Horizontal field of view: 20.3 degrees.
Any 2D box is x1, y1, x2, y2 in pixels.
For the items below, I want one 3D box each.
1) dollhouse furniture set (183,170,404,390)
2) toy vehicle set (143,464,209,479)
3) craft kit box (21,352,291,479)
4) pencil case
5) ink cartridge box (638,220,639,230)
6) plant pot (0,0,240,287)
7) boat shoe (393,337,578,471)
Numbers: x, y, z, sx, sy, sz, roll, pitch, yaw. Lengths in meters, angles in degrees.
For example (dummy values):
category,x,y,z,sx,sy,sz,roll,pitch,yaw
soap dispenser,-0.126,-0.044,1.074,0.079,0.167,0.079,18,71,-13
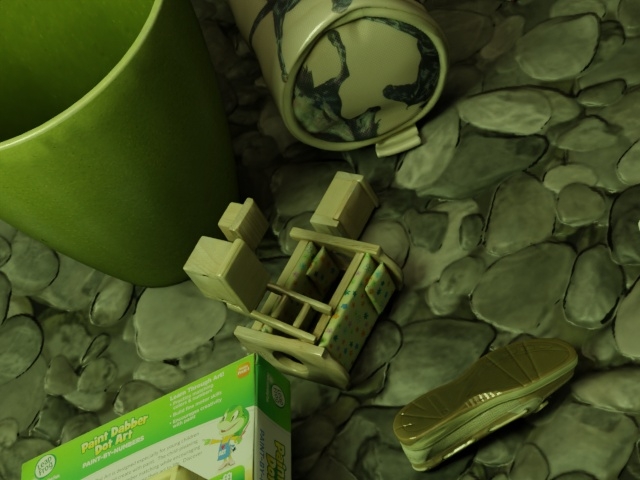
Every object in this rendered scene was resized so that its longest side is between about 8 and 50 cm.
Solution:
category,x,y,z,sx,sy,sz,roll,pitch,yaw
dollhouse furniture set,0.000,0.000,1.460,0.101,0.161,0.182,12,63,34
toy vehicle set,-0.161,0.300,1.243,0.166,0.035,0.267,-28,39,41
craft kit box,-0.135,0.238,1.374,0.250,0.061,0.247,-26,44,25
pencil case,-0.028,-0.251,1.664,0.160,0.183,0.410,-35,49,5
ink cartridge box,0.301,0.088,1.243,0.086,0.148,0.203,-20,49,10
plant pot,-0.189,-0.094,1.542,0.274,0.293,0.275,-15,49,18
boat shoe,0.132,0.127,1.380,0.153,0.048,0.056,-29,34,-5
